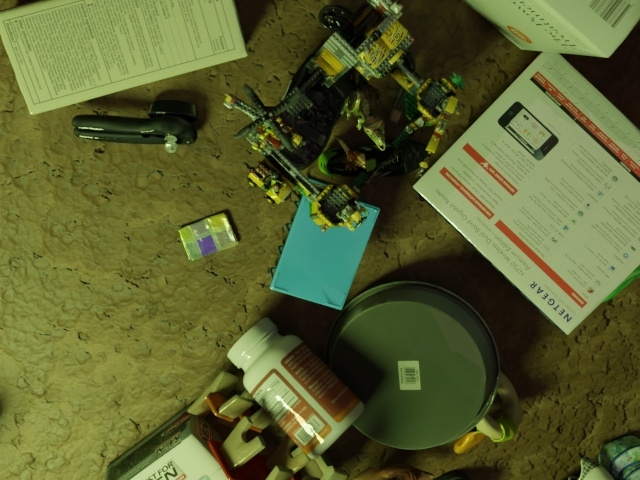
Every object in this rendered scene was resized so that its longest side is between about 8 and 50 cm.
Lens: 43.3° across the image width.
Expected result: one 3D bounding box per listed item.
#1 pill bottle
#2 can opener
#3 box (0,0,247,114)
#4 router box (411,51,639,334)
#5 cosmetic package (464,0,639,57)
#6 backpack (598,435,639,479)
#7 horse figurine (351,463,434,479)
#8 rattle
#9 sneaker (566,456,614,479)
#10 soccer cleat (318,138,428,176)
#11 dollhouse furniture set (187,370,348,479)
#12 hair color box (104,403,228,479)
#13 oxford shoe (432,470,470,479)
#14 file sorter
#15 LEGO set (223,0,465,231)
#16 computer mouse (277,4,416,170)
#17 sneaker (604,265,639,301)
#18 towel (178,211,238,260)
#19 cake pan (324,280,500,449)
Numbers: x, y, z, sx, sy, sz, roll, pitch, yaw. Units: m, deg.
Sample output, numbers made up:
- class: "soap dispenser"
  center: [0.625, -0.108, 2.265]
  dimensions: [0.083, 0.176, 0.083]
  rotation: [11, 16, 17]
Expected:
- class: "pill bottle"
  center: [-0.043, 0.230, 1.285]
  dimensions: [0.121, 0.121, 0.216]
  rotation: [-45, 81, 5]
- class: "can opener"
  center: [-0.276, -0.167, 1.208]
  dimensions: [0.186, 0.073, 0.059]
  rotation: [-4, 145, -5]
- class: "box"
  center: [-0.270, -0.290, 1.131]
  dimensions: [0.311, 0.121, 0.148]
  rotation: [-15, 107, -4]
- class: "router box"
  center: [0.364, -0.078, 1.259]
  dimensions: [0.335, 0.082, 0.301]
  rotation: [45, 96, 1]
- class: "cosmetic package"
  center: [0.220, -0.400, 1.093]
  dimensions: [0.377, 0.284, 0.097]
  rotation: [35, 99, -16]
- class: "backpack"
  center: [0.576, 0.425, 1.484]
  dimensions: [0.105, 0.084, 0.114]
  rotation: [-22, 104, -5]
- class: "horse figurine"
  center: [0.070, 0.462, 1.376]
  dimensions: [0.263, 0.066, 0.174]
  rotation: [-43, 140, -7]
- class: "rattle"
  center: [0.255, 0.262, 1.417]
  dimensions: [0.130, 0.143, 0.199]
  rotation: [-39, 93, -30]
- class: "sneaker"
  center: [0.461, 0.505, 1.495]
  dimensions: [0.090, 0.095, 0.235]
  rotation: [-2, 131, -50]
- class: "soccer cleat"
  center: [0.087, -0.122, 1.260]
  dimensions: [0.179, 0.072, 0.060]
  rotation: [-6, 106, -7]
- class: "dollhouse furniture set"
  center: [-0.081, 0.373, 1.293]
  dimensions: [0.135, 0.262, 0.259]
  rotation: [-46, 138, 8]
- class: "hair color box"
  center: [-0.174, 0.481, 1.369]
  dimensions: [0.185, 0.113, 0.374]
  rotation: [-37, 108, 2]
- class: "oxford shoe"
  center: [0.178, 0.503, 1.439]
  dimensions: [0.227, 0.096, 0.082]
  rotation: [-35, 109, 4]
- class: "file sorter"
  center: [0.000, 0.000, 1.264]
  dimensions: [0.118, 0.104, 0.170]
  rotation: [18, 102, -12]
- class: "LEGO set"
  center: [0.052, -0.175, 1.104]
  dimensions: [0.331, 0.192, 0.255]
  rotation: [-40, 97, -10]
- class: "computer mouse"
  center: [0.031, -0.208, 1.238]
  dimensions: [0.184, 0.060, 0.262]
  rotation: [26, 89, -10]
- class: "sneaker"
  center: [0.570, 0.011, 1.353]
  dimensions: [0.295, 0.109, 0.123]
  rotation: [-42, 103, 4]
- class: "towel"
  center: [-0.178, -0.006, 1.284]
  dimensions: [0.083, 0.009, 0.060]
  rotation: [-19, 108, -3]
- class: "cake pan"
  center: [0.144, 0.213, 1.320]
  dimensions: [0.293, 0.054, 0.293]
  rotation: [3, 102, 12]
